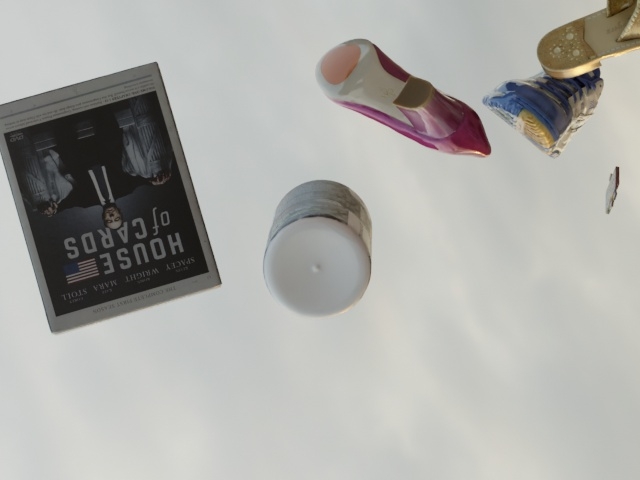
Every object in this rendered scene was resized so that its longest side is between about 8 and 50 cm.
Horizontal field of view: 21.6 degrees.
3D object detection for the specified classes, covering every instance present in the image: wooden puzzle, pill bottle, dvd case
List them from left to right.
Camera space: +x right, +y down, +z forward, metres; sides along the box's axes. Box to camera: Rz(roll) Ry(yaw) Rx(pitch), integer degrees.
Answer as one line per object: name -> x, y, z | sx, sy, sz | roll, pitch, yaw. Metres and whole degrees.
dvd case -> -0.217, -0.043, 1.696 | 0.029, 0.179, 0.239 | 124, 130, -83
pill bottle -> 0.000, 0.000, 2.077 | 0.130, 0.130, 0.246 | 63, -171, -14
wooden puzzle -> 0.407, -0.070, 2.340 | 0.083, 0.006, 0.049 | -78, 1, -49

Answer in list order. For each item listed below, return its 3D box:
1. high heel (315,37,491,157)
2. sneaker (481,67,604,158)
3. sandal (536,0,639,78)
high heel -> 0.089, -0.153, 1.855 | 0.117, 0.244, 0.082 | 39, -100, -36
sneaker -> 0.288, -0.185, 2.100 | 0.112, 0.131, 0.296 | 42, -171, 7
sandal -> 0.357, -0.267, 1.931 | 0.088, 0.240, 0.079 | 67, -171, 25
